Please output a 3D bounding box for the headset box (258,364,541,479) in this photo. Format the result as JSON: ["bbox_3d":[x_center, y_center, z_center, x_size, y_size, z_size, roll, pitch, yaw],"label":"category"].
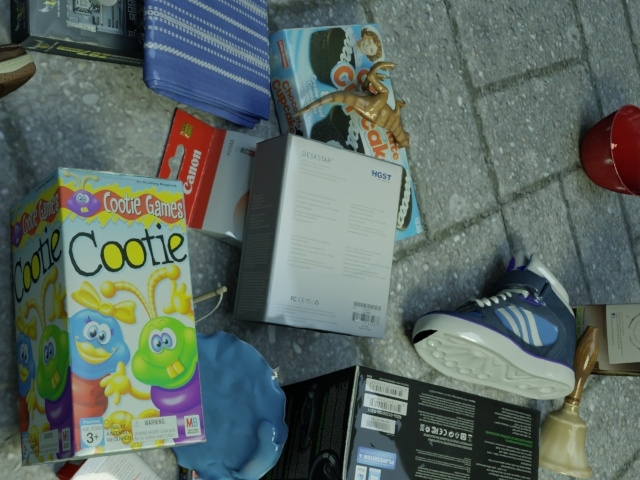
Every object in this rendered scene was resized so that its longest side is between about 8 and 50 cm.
[{"bbox_3d":[0.075,0.254,0.976,0.246,0.283,0.131,18,68,-22],"label":"headset box"}]

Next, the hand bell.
[{"bbox_3d":[0.430,0.263,1.379,0.126,0.126,0.242,14,93,-38],"label":"hand bell"}]

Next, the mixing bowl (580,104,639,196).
[{"bbox_3d":[0.581,-0.170,1.614,0.181,0.098,0.182,6,80,-40],"label":"mixing bowl"}]

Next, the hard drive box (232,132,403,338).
[{"bbox_3d":[0.000,0.000,1.044,0.181,0.089,0.232,13,81,-31],"label":"hard drive box"}]

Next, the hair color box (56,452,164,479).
[{"bbox_3d":[-0.221,0.284,0.923,0.141,0.043,0.072,53,56,-21],"label":"hair color box"}]

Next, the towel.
[{"bbox_3d":[-0.143,-0.323,1.014,0.243,0.040,0.336,8,78,-60],"label":"towel"}]

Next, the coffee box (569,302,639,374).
[{"bbox_3d":[0.557,0.178,1.425,0.168,0.297,0.119,14,76,-38],"label":"coffee box"}]

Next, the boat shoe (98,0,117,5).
[{"bbox_3d":[-0.256,-0.305,0.892,0.100,0.035,0.035,44,35,-23],"label":"boat shoe"}]

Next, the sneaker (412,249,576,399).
[{"bbox_3d":[0.287,0.110,1.339,0.322,0.130,0.236,23,54,-24],"label":"sneaker"}]

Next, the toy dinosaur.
[{"bbox_3d":[0.067,-0.190,1.126,0.211,0.064,0.112,20,73,-37],"label":"toy dinosaur"}]

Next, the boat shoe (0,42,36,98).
[{"bbox_3d":[-0.406,-0.161,0.786,0.257,0.095,0.095,-30,99,-38],"label":"boat shoe"}]

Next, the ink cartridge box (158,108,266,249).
[{"bbox_3d":[-0.118,-0.075,1.051,0.179,0.045,0.146,26,69,-38],"label":"ink cartridge box"}]

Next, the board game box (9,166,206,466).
[{"bbox_3d":[-0.226,0.082,0.848,0.142,0.144,0.275,4,71,-39],"label":"board game box"}]

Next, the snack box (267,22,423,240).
[{"bbox_3d":[0.036,-0.145,1.176,0.187,0.060,0.322,-17,96,-40],"label":"snack box"}]

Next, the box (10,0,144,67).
[{"bbox_3d":[-0.261,-0.329,0.947,0.183,0.059,0.233,-1,86,-40],"label":"box"}]

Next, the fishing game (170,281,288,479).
[{"bbox_3d":[-0.113,0.189,0.939,0.041,0.189,0.264,-11,79,-61],"label":"fishing game"}]

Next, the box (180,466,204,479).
[{"bbox_3d":[-0.112,0.313,1.022,0.137,0.027,0.094,7,82,-40],"label":"box"}]
